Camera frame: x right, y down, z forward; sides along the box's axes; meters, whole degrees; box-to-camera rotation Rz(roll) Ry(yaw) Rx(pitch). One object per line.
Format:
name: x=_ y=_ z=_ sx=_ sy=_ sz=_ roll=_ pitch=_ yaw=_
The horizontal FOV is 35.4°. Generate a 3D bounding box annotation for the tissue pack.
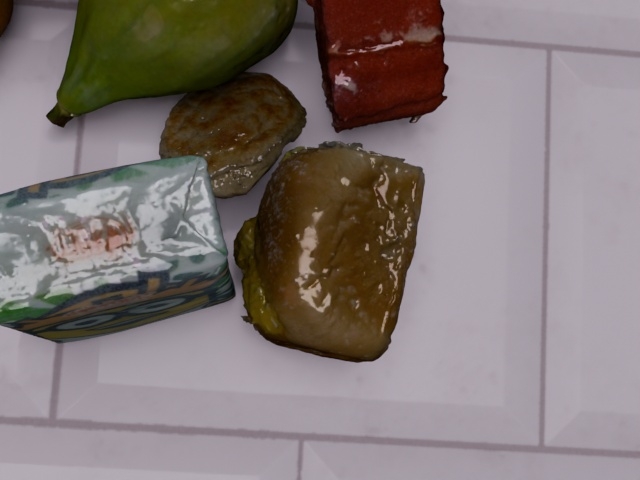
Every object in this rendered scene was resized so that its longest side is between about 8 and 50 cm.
tissue pack: x=-0.211 y=0.019 z=1.026 sx=0.228 sy=0.311 sz=0.128 roll=-14 pitch=83 yaw=-6

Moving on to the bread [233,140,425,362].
bread: x=0.000 y=0.000 z=1.102 sx=0.176 sy=0.195 sz=0.246 roll=19 pitch=77 yaw=-17

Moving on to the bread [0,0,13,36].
bread: x=-0.482 y=-0.302 z=1.138 sx=0.269 sy=0.142 sz=0.195 roll=35 pitch=78 yaw=3

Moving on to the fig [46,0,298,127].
fig: x=-0.157 y=-0.240 z=1.133 sx=0.233 sy=0.233 sz=0.314 roll=23 pitch=90 yaw=-1

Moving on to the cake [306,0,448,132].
cake: x=0.055 y=-0.264 z=1.138 sx=0.151 sy=0.177 sz=0.283 roll=-13 pitch=114 yaw=-8

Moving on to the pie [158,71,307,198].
pie: x=-0.097 y=-0.120 z=1.145 sx=0.163 sy=0.079 sz=0.193 roll=1 pitch=46 yaw=27
